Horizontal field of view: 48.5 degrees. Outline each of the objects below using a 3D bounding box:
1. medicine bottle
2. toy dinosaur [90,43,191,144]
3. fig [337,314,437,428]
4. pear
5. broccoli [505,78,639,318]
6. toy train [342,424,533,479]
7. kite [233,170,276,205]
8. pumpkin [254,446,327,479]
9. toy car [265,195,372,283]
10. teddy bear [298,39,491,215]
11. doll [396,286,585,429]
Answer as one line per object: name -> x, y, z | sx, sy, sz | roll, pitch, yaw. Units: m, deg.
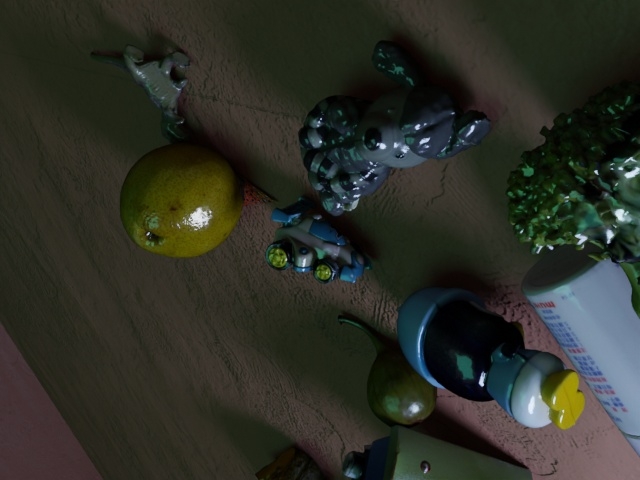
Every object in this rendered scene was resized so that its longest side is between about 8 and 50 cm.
medicine bottle -> 0.393, 0.159, 0.872 | 0.341, 0.130, 0.130 | 54, 141, -6
toy dinosaur -> -0.307, -0.277, 1.214 | 0.251, 0.072, 0.200 | 38, 152, -4
fig -> 0.108, 0.214, 1.229 | 0.236, 0.124, 0.124 | 56, 148, 30
pear -> -0.243, -0.066, 1.216 | 0.209, 0.209, 0.209 | 25, 136, 26
broccoli -> 0.303, -0.040, 0.735 | 0.180, 0.242, 0.273 | 29, 136, 55
toy train -> 0.197, 0.425, 1.217 | 0.300, 0.131, 0.202 | 21, 151, -14
kite -> -0.174, -0.105, 1.280 | 0.222, 0.008, 0.125 | -8, 116, 46
pumpkin -> -0.063, 0.564, 1.666 | 0.131, 0.126, 0.248 | 43, 161, -6
toy car -> 0.000, 0.000, 1.126 | 0.161, 0.126, 0.098 | 17, 115, 25
teddy bear -> 0.071, -0.151, 0.908 | 0.251, 0.144, 0.171 | -27, 87, 48
doll -> 0.221, 0.157, 1.008 | 0.314, 0.141, 0.177 | 26, 153, 47
